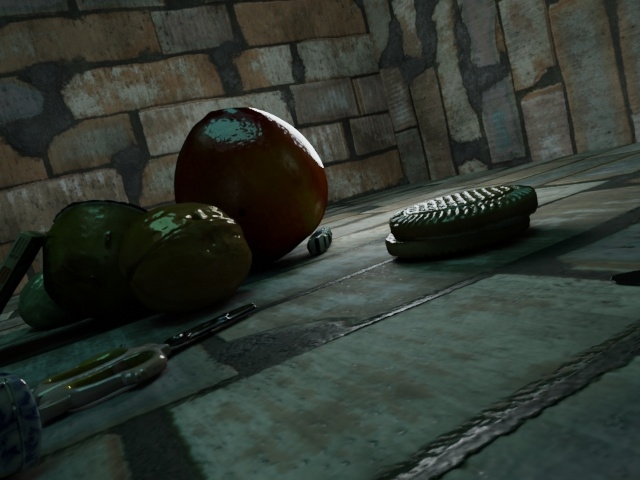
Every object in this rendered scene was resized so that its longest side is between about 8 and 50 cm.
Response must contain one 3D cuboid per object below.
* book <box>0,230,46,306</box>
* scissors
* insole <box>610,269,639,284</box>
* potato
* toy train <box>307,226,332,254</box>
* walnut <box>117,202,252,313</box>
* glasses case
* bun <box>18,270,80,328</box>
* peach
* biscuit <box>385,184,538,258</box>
[{"bbox_3d":[-0.579,0.103,0.893,0.027,0.264,0.202,30,-10,-22],"label":"book"},{"bbox_3d":[-0.201,0.132,0.618,0.160,0.024,0.318,-9,9,42],"label":"scissors"},{"bbox_3d":[0.340,0.026,0.434,0.153,0.002,0.053,-11,7,31],"label":"insole"},{"bbox_3d":[-0.424,0.071,0.997,0.247,0.196,0.299,2,-24,-3],"label":"potato"},{"bbox_3d":[0.000,0.000,1.216,0.047,0.043,0.207,-9,7,9],"label":"toy train"},{"bbox_3d":[-0.227,0.028,0.857,0.226,0.192,0.193,-12,3,-41],"label":"walnut"},{"bbox_3d":[-0.330,0.157,0.422,0.248,0.086,0.065,-11,4,28],"label":"glasses case"},{"bbox_3d":[-0.583,0.117,1.151,0.204,0.126,0.213,-6,10,41],"label":"bun"},{"bbox_3d":[-0.175,-0.130,1.198,0.389,0.387,0.388,-14,7,2],"label":"peach"},{"bbox_3d":[0.231,-0.033,0.840,0.260,0.079,0.259,-15,8,2],"label":"biscuit"}]
